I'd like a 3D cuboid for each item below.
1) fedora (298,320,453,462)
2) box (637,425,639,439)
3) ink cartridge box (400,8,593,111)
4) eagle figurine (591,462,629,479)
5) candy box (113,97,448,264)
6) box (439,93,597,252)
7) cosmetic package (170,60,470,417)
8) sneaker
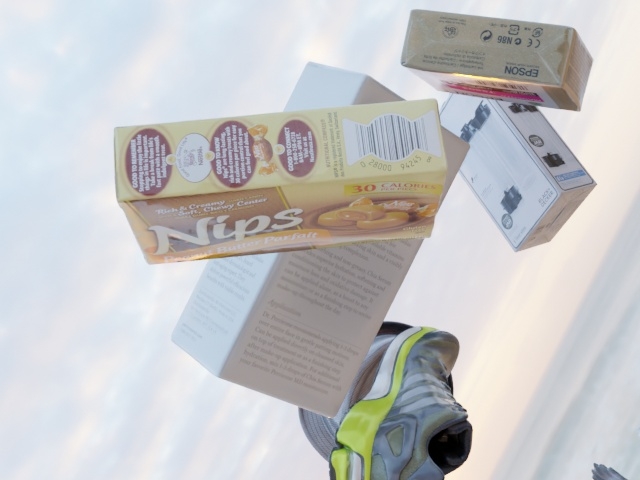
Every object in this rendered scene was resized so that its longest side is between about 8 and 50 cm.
[{"bbox_3d":[0.102,0.259,1.717,0.275,0.243,0.124,-38,-5,-11],"label":"fedora"},{"bbox_3d":[0.506,0.311,1.308,0.119,0.181,0.181,-24,-26,24],"label":"box"},{"bbox_3d":[0.256,-0.256,1.484,0.193,0.235,0.088,12,-90,-67],"label":"ink cartridge box"},{"bbox_3d":[0.678,0.511,1.924,0.226,0.298,0.225,-13,-33,-17],"label":"eagle figurine"},{"bbox_3d":[-0.038,-0.056,1.064,0.183,0.317,0.087,89,176,-69],"label":"candy box"},{"bbox_3d":[0.320,-0.146,1.763,0.087,0.290,0.169,-15,-30,-32],"label":"box"},{"bbox_3d":[0.000,0.000,1.496,0.230,0.161,0.453,28,-90,-37],"label":"cosmetic package"},{"bbox_3d":[0.111,0.194,1.125,0.300,0.121,0.111,-50,-34,-55],"label":"sneaker"}]
